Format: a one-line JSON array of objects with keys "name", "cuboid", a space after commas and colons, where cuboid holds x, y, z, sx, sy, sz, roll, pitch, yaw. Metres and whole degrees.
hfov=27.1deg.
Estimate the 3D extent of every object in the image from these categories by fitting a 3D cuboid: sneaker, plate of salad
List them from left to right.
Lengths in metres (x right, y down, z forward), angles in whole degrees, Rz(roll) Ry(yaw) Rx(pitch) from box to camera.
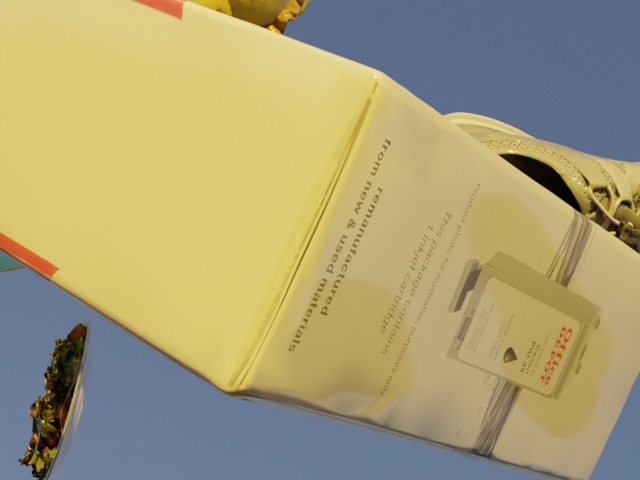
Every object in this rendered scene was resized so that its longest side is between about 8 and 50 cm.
[{"name": "plate of salad", "cuboid": [-0.294, 0.177, 1.470, 0.048, 0.200, 0.200, 17, -48, -16]}, {"name": "sneaker", "cuboid": [0.198, -0.009, 0.951, 0.281, 0.115, 0.105, 14, -73, 4]}]

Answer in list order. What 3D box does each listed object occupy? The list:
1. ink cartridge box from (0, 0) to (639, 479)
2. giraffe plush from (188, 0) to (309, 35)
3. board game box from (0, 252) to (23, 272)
[{"name": "ink cartridge box", "cuboid": [0.000, 0.000, 0.579, 0.207, 0.117, 0.283, 25, 0, 37]}, {"name": "giraffe plush", "cuboid": [-0.098, -0.216, 1.186, 0.170, 0.181, 0.210, -40, -81, 0]}, {"name": "board game box", "cuboid": [-0.277, -0.020, 1.017, 0.302, 0.308, 0.086, -4, -85, 45]}]
